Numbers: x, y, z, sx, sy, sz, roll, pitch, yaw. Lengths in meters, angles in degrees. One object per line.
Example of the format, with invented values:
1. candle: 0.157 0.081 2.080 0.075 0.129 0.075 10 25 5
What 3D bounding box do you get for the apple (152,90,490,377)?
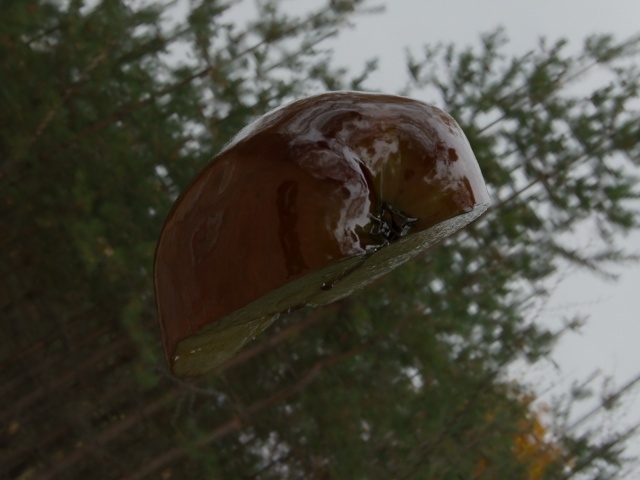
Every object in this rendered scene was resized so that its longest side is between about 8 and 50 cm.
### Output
1. apple: 0.000 0.000 1.106 0.295 0.328 0.365 26 -25 -11
